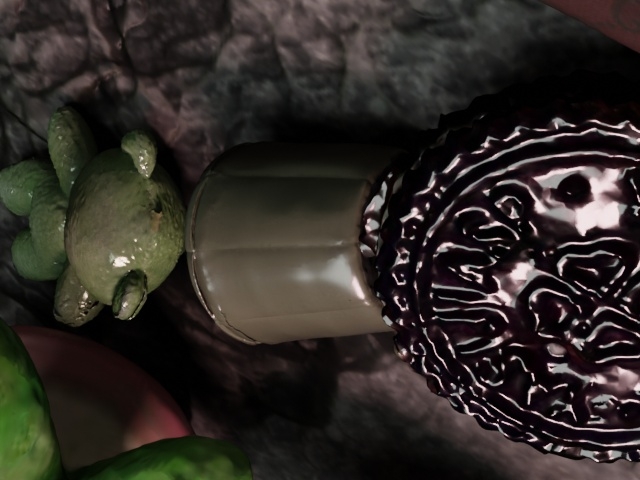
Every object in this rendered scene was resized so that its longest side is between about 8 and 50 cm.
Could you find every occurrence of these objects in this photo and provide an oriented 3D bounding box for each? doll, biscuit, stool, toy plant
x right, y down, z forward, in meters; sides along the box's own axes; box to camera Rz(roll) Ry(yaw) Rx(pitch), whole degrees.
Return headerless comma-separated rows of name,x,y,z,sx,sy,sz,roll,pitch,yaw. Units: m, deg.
doll,-0.118,-0.012,1.030,0.150,0.077,0.115,6,96,52
biscuit,0.113,0.015,0.813,0.195,0.053,0.194,6,128,8
stool,0.000,0.000,0.906,0.110,0.096,0.096,-3,127,37
toy plant,-0.146,0.173,1.025,0.356,0.211,0.317,151,101,-76

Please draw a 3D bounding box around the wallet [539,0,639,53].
wallet,0.071,-0.161,0.709,0.229,0.049,0.182,30,146,16
